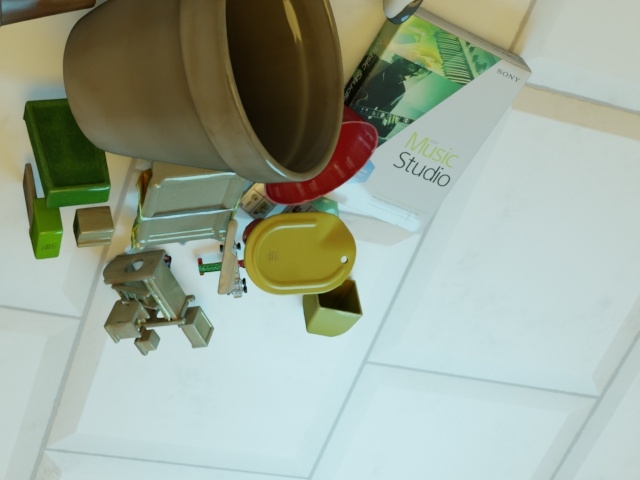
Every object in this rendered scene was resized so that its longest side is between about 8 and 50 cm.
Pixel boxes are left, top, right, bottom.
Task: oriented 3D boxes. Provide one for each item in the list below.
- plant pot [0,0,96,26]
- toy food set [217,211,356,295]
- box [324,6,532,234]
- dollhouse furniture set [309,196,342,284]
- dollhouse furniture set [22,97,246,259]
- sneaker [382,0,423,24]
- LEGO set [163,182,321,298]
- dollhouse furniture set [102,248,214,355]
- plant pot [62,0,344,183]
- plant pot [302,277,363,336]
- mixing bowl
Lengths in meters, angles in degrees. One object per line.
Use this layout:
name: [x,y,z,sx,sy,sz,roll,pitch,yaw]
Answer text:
plant pot: [-0.374,-0.345,1.508,0.165,0.167,0.167,-9,126,-17]
toy food set: [-0.058,0.015,1.829,0.217,0.071,0.128,-1,102,-19]
box: [0.137,-0.179,1.814,0.232,0.058,0.322,20,116,-26]
dollhouse furniture set: [0.000,0.000,1.901,0.076,0.058,0.152,-11,126,-7]
dollhouse furniture set: [-0.269,-0.095,1.732,0.301,0.151,0.197,-7,152,-22]
sneaker: [0.106,-0.435,1.611,0.145,0.090,0.270,17,115,-23]
LEGO set: [-0.143,-0.018,1.872,0.182,0.060,0.244,38,107,-18]
dollhouse furniture set: [-0.268,0.138,1.851,0.101,0.161,0.182,-8,130,25]
plant pot: [-0.161,-0.223,1.529,0.280,0.323,0.323,-5,131,25]
plant pot: [0.012,0.113,1.973,0.081,0.081,0.083,11,132,-21]
mixing bowl: [-0.020,-0.143,1.709,0.181,0.098,0.181,-25,154,-13]
